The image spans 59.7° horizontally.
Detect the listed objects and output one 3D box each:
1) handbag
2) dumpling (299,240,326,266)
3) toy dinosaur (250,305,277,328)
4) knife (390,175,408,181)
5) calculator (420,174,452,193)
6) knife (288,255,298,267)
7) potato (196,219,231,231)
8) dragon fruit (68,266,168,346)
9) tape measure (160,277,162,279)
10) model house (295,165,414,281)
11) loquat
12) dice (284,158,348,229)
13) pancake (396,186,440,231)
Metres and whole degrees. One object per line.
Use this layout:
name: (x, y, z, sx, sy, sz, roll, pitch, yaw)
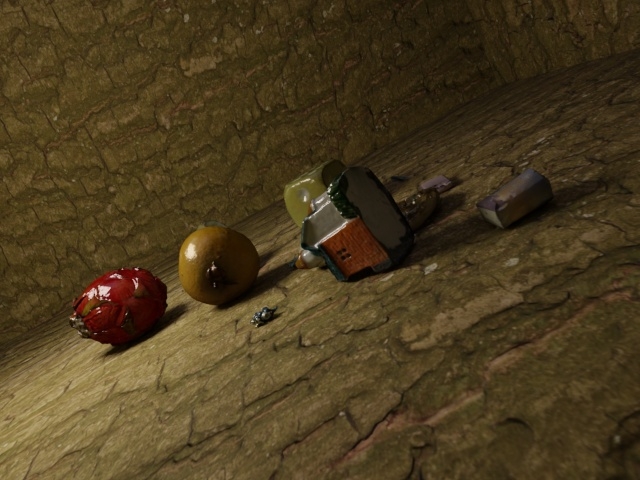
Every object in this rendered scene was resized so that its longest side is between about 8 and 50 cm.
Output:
handbag: (0.471, -0.104, 1.333, 0.173, 0.095, 0.117, -30, 16, -2)
dumpling: (-0.002, 0.000, 1.734, 0.126, 0.166, 0.216, 0, 5, -11)
toy dinosaur: (-0.152, 0.203, 1.500, 0.083, 0.030, 0.047, -33, 14, -21)
knife: (0.349, -0.278, 2.492, 0.028, 0.015, 0.210, -22, 12, -6)
calculator: (0.409, -0.195, 1.976, 0.100, 0.032, 0.175, -24, 12, 8)
knife: (-0.005, 0.025, 1.953, 0.297, 0.026, 0.044, -31, 16, -33)
potato: (-0.375, 0.021, 2.196, 0.270, 0.255, 0.112, -15, 18, 43)
dragon fruit: (-0.711, 0.233, 2.000, 0.278, 0.277, 0.343, -15, 15, 45)
tape measure: (-0.797, 0.282, 2.390, 0.330, 0.084, 0.164, -33, 16, -21)
model house: (0.054, -0.016, 1.516, 0.301, 0.271, 0.190, -33, 8, 32)
loquat: (-0.345, 0.083, 1.864, 0.275, 0.274, 0.275, -26, 12, 6)
dice: (0.007, -0.180, 2.283, 0.227, 0.233, 0.238, -19, 14, 34)
pancake: (0.211, -0.059, 1.760, 0.356, 0.065, 0.356, -26, 11, 5)
